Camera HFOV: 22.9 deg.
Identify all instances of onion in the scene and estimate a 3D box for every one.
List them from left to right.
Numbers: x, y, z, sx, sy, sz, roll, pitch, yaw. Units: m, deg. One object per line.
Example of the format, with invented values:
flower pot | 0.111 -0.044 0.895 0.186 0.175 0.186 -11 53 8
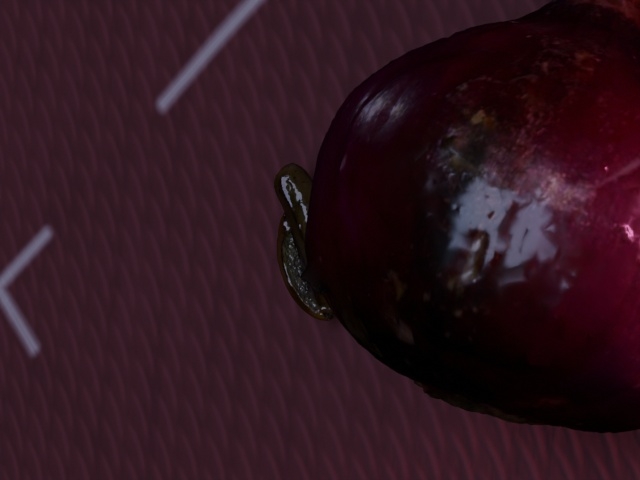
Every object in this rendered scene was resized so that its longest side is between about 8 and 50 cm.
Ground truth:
onion | 0.167 -0.059 1.116 0.347 0.348 0.385 18 92 32

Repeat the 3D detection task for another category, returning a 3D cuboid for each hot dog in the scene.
hot dog | 0.002 0.000 1.374 0.090 0.060 0.140 -13 74 26
